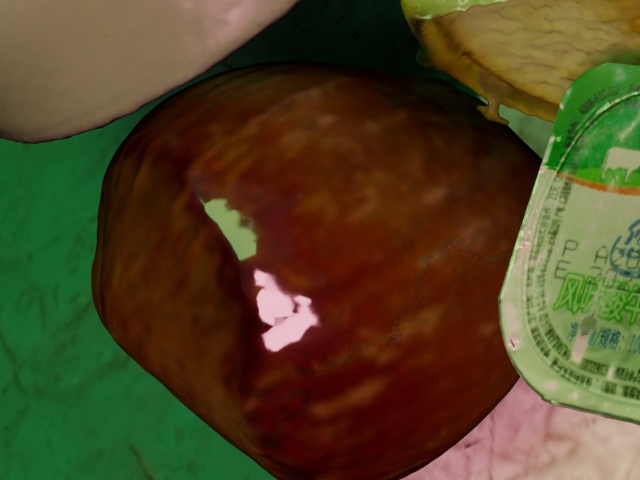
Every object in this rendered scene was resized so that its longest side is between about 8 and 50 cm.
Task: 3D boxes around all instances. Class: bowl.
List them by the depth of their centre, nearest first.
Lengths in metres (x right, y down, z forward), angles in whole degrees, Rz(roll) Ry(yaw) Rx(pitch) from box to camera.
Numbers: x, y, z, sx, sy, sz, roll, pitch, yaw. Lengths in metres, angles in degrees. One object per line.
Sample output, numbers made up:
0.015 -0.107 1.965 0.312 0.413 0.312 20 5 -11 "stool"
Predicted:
-0.099 -0.235 0.963 0.354 0.185 0.354 -32 26 18 "bowl"

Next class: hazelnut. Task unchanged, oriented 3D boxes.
0.000 0.000 0.875 0.234 0.218 0.218 38 98 41 "hazelnut"

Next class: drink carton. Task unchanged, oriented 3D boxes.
0.175 0.023 0.765 0.146 0.142 0.144 11 78 41 "drink carton"

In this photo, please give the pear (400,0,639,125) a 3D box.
0.200 -0.190 0.811 0.286 0.176 0.282 -6 68 33 "pear"
